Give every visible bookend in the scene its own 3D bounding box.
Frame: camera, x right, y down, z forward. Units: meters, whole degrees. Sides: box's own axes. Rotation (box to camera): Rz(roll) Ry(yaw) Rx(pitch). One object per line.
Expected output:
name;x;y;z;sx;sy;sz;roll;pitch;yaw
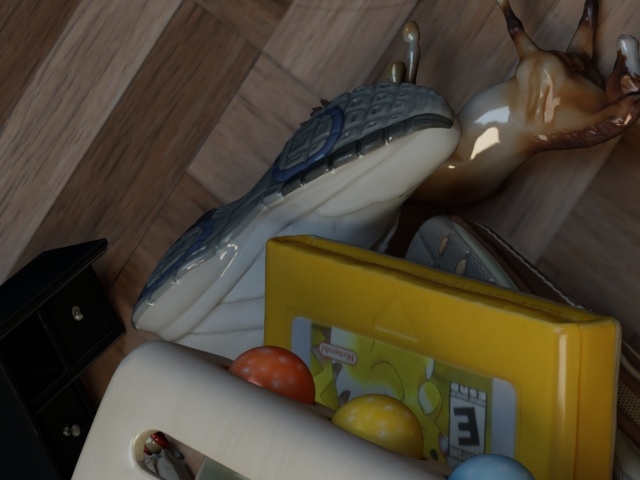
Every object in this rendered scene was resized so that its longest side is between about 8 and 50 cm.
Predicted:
bookend;-0.200;0.106;1.511;0.072;0.156;0.157;-11;111;36

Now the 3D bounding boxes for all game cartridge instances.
game cartridge;0.057;0.177;1.202;0.285;0.052;0.324;15;105;51

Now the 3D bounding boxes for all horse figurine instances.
horse figurine;0.112;-0.094;1.352;0.263;0.066;0.174;-28;52;27

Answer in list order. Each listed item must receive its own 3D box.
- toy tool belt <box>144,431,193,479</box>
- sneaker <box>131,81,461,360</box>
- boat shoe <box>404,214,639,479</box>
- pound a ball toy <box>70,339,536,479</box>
toy tool belt;-0.123;0.180;1.446;0.051;0.052;0.083;-43;50;8
sneaker;0.000;0.000;1.360;0.297;0.129;0.111;-39;15;37
boat shoe;0.159;0.112;1.200;0.324;0.116;0.123;57;136;30
pound a ball toy;0.017;0.147;1.110;0.319;0.208;0.136;24;92;35
